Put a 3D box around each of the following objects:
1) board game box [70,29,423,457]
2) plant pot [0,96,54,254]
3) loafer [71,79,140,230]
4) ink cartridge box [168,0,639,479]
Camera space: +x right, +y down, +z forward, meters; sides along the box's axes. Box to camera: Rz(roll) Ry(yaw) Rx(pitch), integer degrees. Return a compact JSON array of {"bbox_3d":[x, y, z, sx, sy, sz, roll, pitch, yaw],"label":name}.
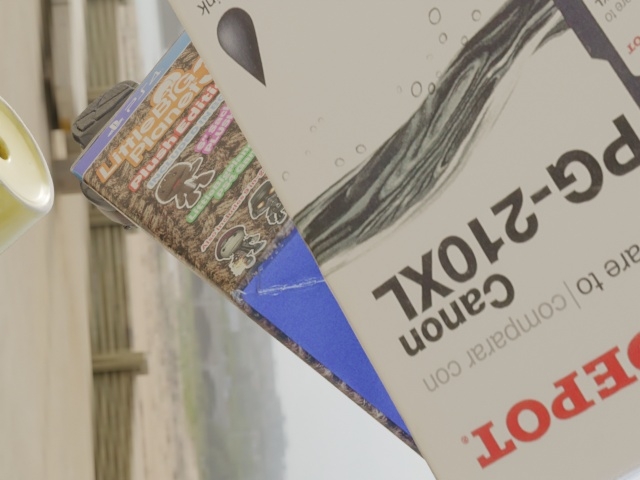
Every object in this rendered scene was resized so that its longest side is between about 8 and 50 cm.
[{"bbox_3d":[0.000,0.000,0.873,0.232,0.141,0.291,42,-5,-32],"label":"board game box"},{"bbox_3d":[-0.432,-0.046,1.404,0.254,0.239,0.254,57,12,-19],"label":"plant pot"},{"bbox_3d":[-0.150,-0.067,1.147,0.095,0.109,0.302,51,-1,-24],"label":"loafer"},{"bbox_3d":[0.069,-0.061,0.364,0.100,0.172,0.237,-9,66,-57],"label":"ink cartridge box"}]
